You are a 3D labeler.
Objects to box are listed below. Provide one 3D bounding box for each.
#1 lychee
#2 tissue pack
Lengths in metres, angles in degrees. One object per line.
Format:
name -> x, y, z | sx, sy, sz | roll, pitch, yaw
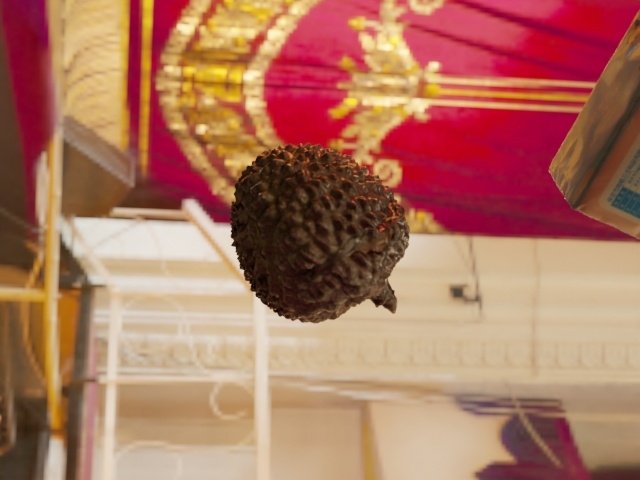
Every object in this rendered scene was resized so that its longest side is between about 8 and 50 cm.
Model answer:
lychee -> 0.000, 0.000, 0.468 | 0.083, 0.067, 0.068 | 53, 1, -16
tissue pack -> 0.157, -0.049, 0.551 | 0.094, 0.074, 0.059 | -61, -161, 20
